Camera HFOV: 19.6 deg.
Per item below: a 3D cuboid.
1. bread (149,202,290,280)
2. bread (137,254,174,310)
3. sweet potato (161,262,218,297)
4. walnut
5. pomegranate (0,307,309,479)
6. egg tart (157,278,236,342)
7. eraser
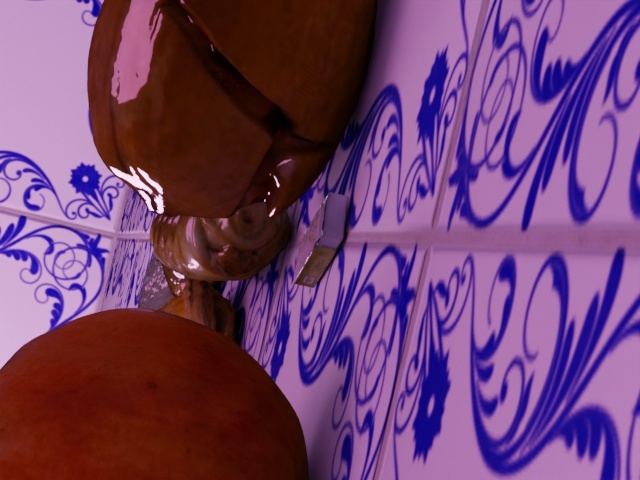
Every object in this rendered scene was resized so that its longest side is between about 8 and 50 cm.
[{"bbox_3d":[-0.089,-0.008,1.618,0.269,0.098,0.087,-179,94,-79],"label":"bread"},{"bbox_3d":[-0.170,0.096,1.998,0.172,0.064,0.232,111,169,-51],"label":"bread"},{"bbox_3d":[-0.116,-0.008,1.828,0.243,0.077,0.077,114,166,-57],"label":"sweet potato"},{"bbox_3d":[-0.056,-0.176,1.368,0.209,0.209,0.336,176,108,-79],"label":"walnut"},{"bbox_3d":[-0.143,0.167,1.197,0.229,0.270,0.252,107,180,-63],"label":"pomegranate"},{"bbox_3d":[-0.172,0.178,1.746,0.319,0.128,0.319,-166,90,-82],"label":"egg tart"},{"bbox_3d":[0.000,0.000,1.337,0.083,0.019,0.038,122,160,-60],"label":"eraser"}]
